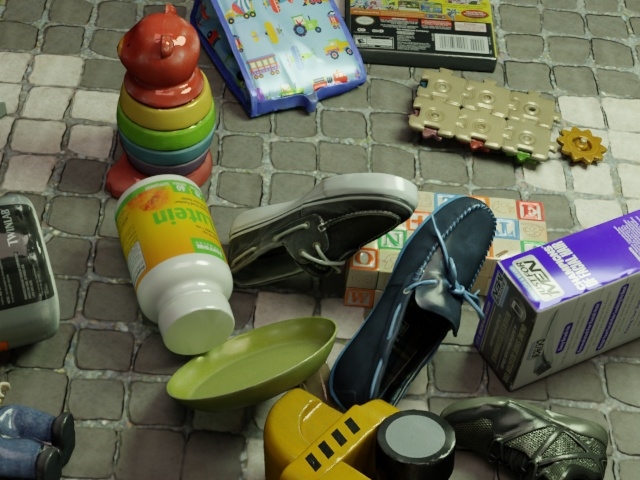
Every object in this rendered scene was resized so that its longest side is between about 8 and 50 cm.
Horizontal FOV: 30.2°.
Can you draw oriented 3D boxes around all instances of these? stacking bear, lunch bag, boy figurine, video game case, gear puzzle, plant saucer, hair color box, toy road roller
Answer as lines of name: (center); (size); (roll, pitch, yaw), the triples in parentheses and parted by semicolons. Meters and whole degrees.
stacking bear: (-0.241, -0.217, 1.802); (0.164, 0.289, 0.175); (7, 48, 0)
lunch bag: (-0.067, -0.345, 2.060); (0.220, 0.138, 0.293); (-16, 61, -23)
boy figurine: (-0.463, 0.246, 1.497); (0.285, 0.092, 0.177); (10, 48, 4)
video game case: (0.182, -0.411, 2.196); (0.274, 0.035, 0.248); (3, 48, -2)
gear puzzle: (0.320, -0.194, 2.017); (0.338, 0.044, 0.175); (15, 47, 3)
plant saucer: (-0.085, 0.168, 1.568); (0.240, 0.037, 0.241); (-19, 13, 5)
hair color box: (0.397, 0.070, 1.686); (0.338, 0.185, 0.110); (-20, 53, -23)
toy road roller: (-0.002, 0.322, 1.416); (0.240, 0.203, 0.329); (25, 44, 32)

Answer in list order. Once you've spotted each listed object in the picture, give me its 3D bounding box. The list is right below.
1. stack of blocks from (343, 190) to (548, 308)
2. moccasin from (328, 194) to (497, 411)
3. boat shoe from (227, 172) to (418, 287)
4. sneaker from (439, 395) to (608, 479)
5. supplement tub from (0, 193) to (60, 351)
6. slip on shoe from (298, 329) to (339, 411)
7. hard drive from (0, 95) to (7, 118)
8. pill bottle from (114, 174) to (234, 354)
stack of blocks: (0.187, 0.019, 1.774); (0.297, 0.087, 0.171); (5, 48, -2)
moccasin: (0.151, 0.100, 1.604); (0.342, 0.137, 0.117); (-60, 31, -6)
boat shoe: (0.000, 0.000, 1.679); (0.121, 0.335, 0.119); (30, 56, -37)
sneaker: (0.263, 0.281, 1.547); (0.227, 0.087, 0.130); (15, 42, 0)
supplement tub: (-0.531, 0.069, 1.570); (0.337, 0.207, 0.207); (-13, 51, -17)
slip on shoe: (-0.006, 0.184, 1.635); (0.051, 0.041, 0.135); (-5, 49, -11)
hard drive: (-0.682, -0.278, 1.976); (0.203, 0.040, 0.307); (-24, 55, -25)
pill bottle: (-0.202, 0.036, 1.682); (0.136, 0.136, 0.246); (-11, 50, -16)
